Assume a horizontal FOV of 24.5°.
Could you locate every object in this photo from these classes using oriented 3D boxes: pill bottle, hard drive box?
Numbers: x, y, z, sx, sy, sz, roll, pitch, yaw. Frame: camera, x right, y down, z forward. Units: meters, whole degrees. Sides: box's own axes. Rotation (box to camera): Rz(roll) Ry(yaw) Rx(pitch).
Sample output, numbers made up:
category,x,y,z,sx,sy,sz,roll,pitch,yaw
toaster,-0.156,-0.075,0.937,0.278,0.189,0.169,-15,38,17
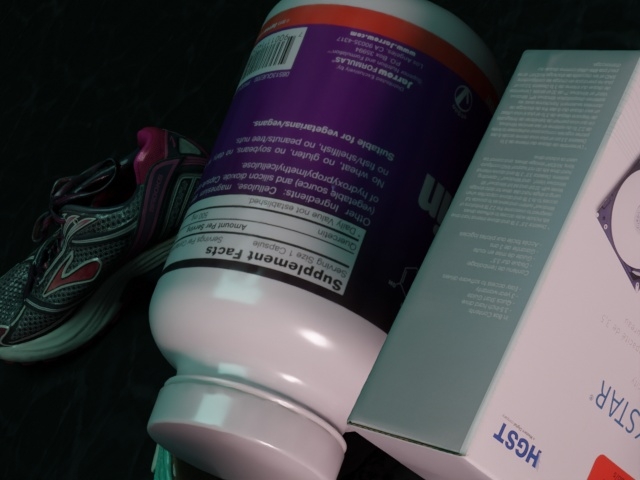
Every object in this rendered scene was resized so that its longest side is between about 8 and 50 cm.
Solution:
category,x,y,z,sx,sy,sz,roll,pitch,yaw
pill bottle,0.000,0.000,0.988,0.181,0.181,0.323,-5,57,45
hard drive box,0.143,0.042,0.797,0.089,0.181,0.232,9,68,49

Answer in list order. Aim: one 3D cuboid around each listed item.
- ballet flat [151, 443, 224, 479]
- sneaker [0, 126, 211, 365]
category,x,y,z,sx,sy,sz,roll,pitch,yaw
ballet flat,-0.090,0.173,1.026,0.087,0.083,0.247,-33,38,41
sneaker,-0.201,-0.001,1.266,0.299,0.112,0.121,-34,40,24
